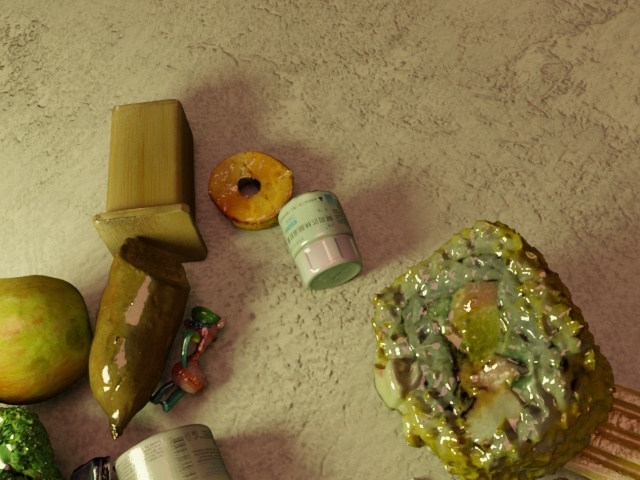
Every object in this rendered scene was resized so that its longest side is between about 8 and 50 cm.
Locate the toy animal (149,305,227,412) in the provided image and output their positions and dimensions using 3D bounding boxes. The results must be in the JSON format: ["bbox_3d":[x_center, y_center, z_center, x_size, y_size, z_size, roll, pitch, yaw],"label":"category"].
[{"bbox_3d":[-0.252,0.224,1.319,0.100,0.103,0.208,20,72,23],"label":"toy animal"}]

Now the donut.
[{"bbox_3d":[-0.142,-0.100,1.477,0.190,0.075,0.174,23,70,19],"label":"donut"}]

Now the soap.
[{"bbox_3d":[0.525,0.340,1.166,0.274,0.089,0.174,18,73,30],"label":"soap"}]

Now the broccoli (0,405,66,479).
[{"bbox_3d":[-0.593,0.433,1.147,0.310,0.321,0.413,-18,60,-36],"label":"broccoli"}]

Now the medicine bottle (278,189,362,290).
[{"bbox_3d":[0.000,0.000,1.386,0.135,0.135,0.169,-20,68,-5],"label":"medicine bottle"}]

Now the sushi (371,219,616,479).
[{"bbox_3d":[0.277,0.203,1.170,0.351,0.240,0.397,-31,53,11],"label":"sushi"}]

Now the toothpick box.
[{"bbox_3d":[-0.348,-0.126,1.453,0.187,0.190,0.308,-8,60,1],"label":"toothpick box"}]

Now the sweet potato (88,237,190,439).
[{"bbox_3d":[-0.346,0.176,1.287,0.157,0.158,0.370,10,71,9],"label":"sweet potato"}]

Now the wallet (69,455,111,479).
[{"bbox_3d":[-0.389,0.488,1.184,0.036,0.167,0.222,6,60,-35],"label":"wallet"}]

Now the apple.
[{"bbox_3d":[-0.539,0.175,1.292,0.226,0.246,0.246,-23,65,-15],"label":"apple"}]

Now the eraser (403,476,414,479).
[{"bbox_3d":[0.140,0.500,1.201,0.103,0.023,0.150,-19,65,-5],"label":"eraser"}]

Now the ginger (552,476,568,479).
[{"bbox_3d":[0.350,0.562,1.130,0.166,0.080,0.333,44,68,6],"label":"ginger"}]

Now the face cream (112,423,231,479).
[{"bbox_3d":[-0.246,0.418,1.186,0.177,0.177,0.153,-25,64,-7],"label":"face cream"}]
